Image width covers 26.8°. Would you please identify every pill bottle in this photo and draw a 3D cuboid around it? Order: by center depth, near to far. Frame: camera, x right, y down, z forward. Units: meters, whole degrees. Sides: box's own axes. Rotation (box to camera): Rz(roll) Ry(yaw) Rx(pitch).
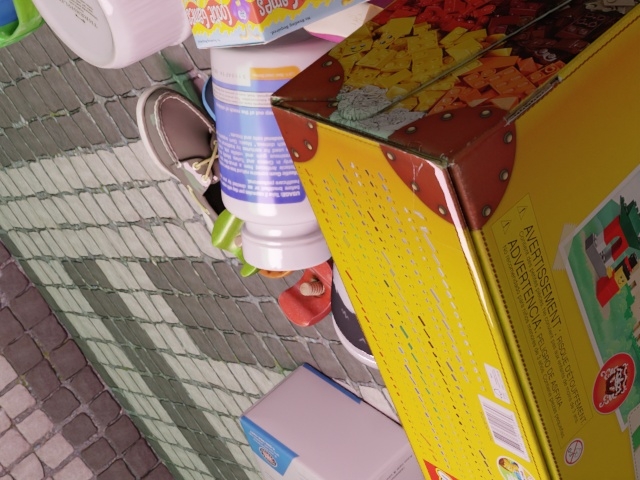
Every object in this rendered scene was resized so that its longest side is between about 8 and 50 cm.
[{"bbox_3d":[-0.047,-0.109,1.589,0.152,0.152,0.272,22,122,47],"label":"pill bottle"}]

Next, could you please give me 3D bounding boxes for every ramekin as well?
[{"bbox_3d":[-0.295,-0.353,1.799,0.273,0.127,0.273,39,154,23],"label":"ramekin"}]

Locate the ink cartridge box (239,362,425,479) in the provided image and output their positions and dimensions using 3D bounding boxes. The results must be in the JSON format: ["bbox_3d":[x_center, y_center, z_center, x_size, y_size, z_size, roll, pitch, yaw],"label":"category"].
[{"bbox_3d":[0.050,0.446,2.326,0.285,0.166,0.395,30,149,39],"label":"ink cartridge box"}]

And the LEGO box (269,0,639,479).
[{"bbox_3d":[0.224,0.003,1.107,0.193,0.372,0.500,24,145,46],"label":"LEGO box"}]

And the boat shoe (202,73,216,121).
[{"bbox_3d":[-0.061,-0.141,1.729,0.258,0.109,0.089,43,128,17],"label":"boat shoe"}]

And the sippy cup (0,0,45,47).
[{"bbox_3d":[-0.544,-0.432,2.030,0.305,0.240,0.224,1,127,10],"label":"sippy cup"}]

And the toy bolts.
[{"bbox_3d":[0.000,0.000,1.861,0.228,0.158,0.218,48,118,29],"label":"toy bolts"}]

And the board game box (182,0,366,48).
[{"bbox_3d":[-0.077,-0.346,1.336,0.142,0.144,0.275,9,122,56],"label":"board game box"}]

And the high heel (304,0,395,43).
[{"bbox_3d":[0.061,-0.238,1.447,0.117,0.082,0.244,17,-172,-33],"label":"high heel"}]

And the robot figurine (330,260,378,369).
[{"bbox_3d":[0.102,0.048,1.647,0.173,0.209,0.278,24,149,13],"label":"robot figurine"}]

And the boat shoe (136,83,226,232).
[{"bbox_3d":[-0.156,-0.101,1.960,0.091,0.109,0.305,15,145,52],"label":"boat shoe"}]
